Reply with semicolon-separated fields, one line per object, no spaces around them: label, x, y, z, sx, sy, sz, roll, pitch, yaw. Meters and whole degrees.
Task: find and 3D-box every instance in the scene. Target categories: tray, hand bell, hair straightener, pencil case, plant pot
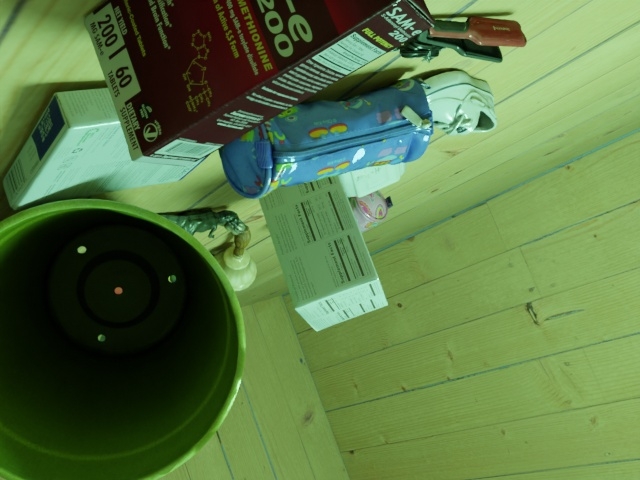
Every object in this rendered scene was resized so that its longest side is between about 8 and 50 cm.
tray;0.102;-0.145;1.263;0.145;0.030;0.270;-23;164;2
hand bell;-0.203;0.023;1.633;0.126;0.126;0.242;-18;159;-23
hair straightener;0.155;-0.239;0.822;0.230;0.047;0.089;-15;170;-36
pencil case;0.029;-0.052;1.568;0.284;0.124;0.124;-28;170;39
pencil case;0.020;-0.140;0.874;0.306;0.119;0.133;-16;-165;-32
plant pot;-0.309;0.108;0.948;0.367;0.366;0.353;-20;-168;-9

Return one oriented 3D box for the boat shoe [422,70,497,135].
boat shoe;0.221;-0.212;1.052;0.095;0.084;0.258;-27;171;41

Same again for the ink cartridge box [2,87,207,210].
ink cartridge box;-0.218;-0.109;0.747;0.224;0.045;0.223;-15;172;-42

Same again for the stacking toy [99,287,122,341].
stacking toy;-0.422;0.156;1.338;0.130;0.308;0.280;8;174;-31

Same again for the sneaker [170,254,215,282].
sneaker;-0.328;0.090;1.713;0.064;0.086;0.192;-24;172;26

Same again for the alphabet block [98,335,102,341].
alphabet block;-0.529;0.230;1.642;0.197;0.192;0.193;-26;-171;28

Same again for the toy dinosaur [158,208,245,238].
toy dinosaur;-0.263;-0.017;1.238;0.118;0.064;0.268;-41;161;29

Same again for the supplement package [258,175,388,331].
supplement package;0.000;0.000;1.153;0.145;0.261;0.204;-20;160;3

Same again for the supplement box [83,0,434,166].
supplement box;-0.054;-0.163;0.489;0.239;0.130;0.073;-25;171;25
